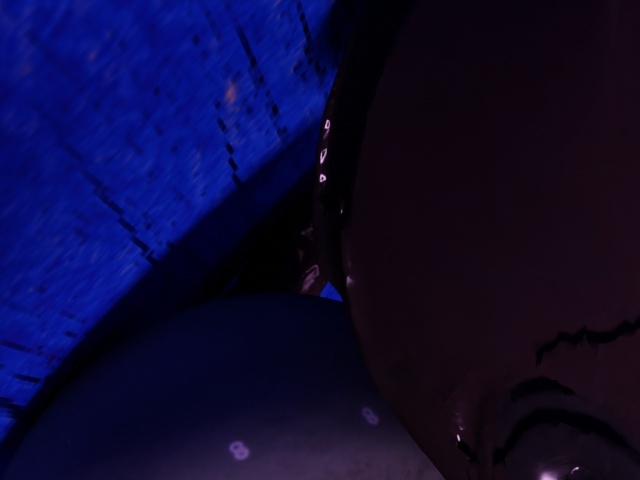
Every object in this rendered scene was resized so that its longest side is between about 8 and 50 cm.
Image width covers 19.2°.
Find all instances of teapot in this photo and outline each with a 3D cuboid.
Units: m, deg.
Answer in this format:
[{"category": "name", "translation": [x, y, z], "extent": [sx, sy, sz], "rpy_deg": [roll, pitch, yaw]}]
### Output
[{"category": "teapot", "translation": [-0.032, 0.106, 0.688], "extent": [0.294, 0.129, 0.193], "rpy_deg": [-25, 132, -17]}]

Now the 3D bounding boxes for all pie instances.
[{"category": "pie", "translation": [0.000, 0.000, 0.773], "extent": [0.170, 0.034, 0.092], "rpy_deg": [-44, 176, -13]}]

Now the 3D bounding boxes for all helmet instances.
[{"category": "helmet", "translation": [0.093, -0.037, 0.562], "extent": [0.305, 0.177, 0.225], "rpy_deg": [-45, -177, 32]}]
